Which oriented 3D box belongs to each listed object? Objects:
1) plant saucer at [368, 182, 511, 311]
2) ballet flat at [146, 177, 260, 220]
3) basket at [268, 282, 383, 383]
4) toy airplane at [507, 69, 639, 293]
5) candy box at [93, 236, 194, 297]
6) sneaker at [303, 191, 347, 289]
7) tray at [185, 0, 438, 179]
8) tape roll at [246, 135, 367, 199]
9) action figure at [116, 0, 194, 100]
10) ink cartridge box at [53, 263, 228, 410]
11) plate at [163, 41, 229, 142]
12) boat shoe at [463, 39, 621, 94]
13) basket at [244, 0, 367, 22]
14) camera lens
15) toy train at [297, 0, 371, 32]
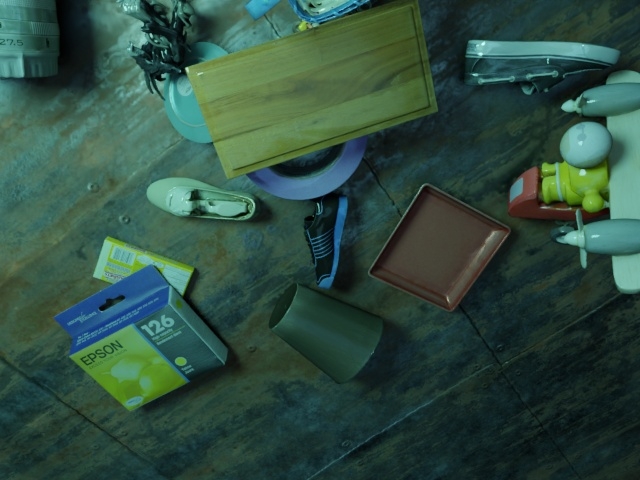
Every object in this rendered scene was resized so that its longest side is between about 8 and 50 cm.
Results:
[{"bbox_3d":[0.280,0.019,1.100,0.258,0.048,0.259,24,109,-16],"label":"plant saucer"},{"bbox_3d":[-0.253,-0.083,0.981,0.248,0.086,0.086,5,113,-8],"label":"ballet flat"},{"bbox_3d":[0.003,0.211,1.104,0.226,0.154,0.204,33,107,-15],"label":"basket"},{"bbox_3d":[0.579,-0.137,0.877,0.272,0.386,0.384,30,107,-30],"label":"toy airplane"},{"bbox_3d":[-0.410,0.074,1.063,0.205,0.027,0.105,22,113,-15],"label":"candy box"},{"bbox_3d":[0.000,0.000,1.049,0.090,0.081,0.233,7,106,-6],"label":"sneaker"},{"bbox_3d":[-0.008,-0.273,0.825,0.410,0.076,0.203,-19,113,-2],"label":"tray"},{"bbox_3d":[-0.045,-0.227,0.934,0.274,0.090,0.275,-2,114,-6],"label":"tape roll"},{"bbox_3d":[-0.287,-0.400,0.798,0.140,0.164,0.276,10,109,-44],"label":"action figure"},{"bbox_3d":[-0.436,0.247,1.103,0.303,0.072,0.307,-27,119,12],"label":"ink cartridge box"},{"bbox_3d":[-0.234,-0.283,0.874,0.188,0.024,0.189,5,102,23],"label":"plate"},{"bbox_3d":[0.442,-0.348,0.922,0.300,0.108,0.102,0,114,-3],"label":"boat shoe"},{"bbox_3d":[0.024,-0.455,0.685,0.254,0.289,0.201,-17,122,33],"label":"basket"},{"bbox_3d":[-0.550,-0.415,0.726,0.219,0.219,0.275,2,114,-7],"label":"camera lens"},{"bbox_3d":[0.014,-0.436,0.870,0.166,0.046,0.125,14,112,-11],"label":"toy train"}]
